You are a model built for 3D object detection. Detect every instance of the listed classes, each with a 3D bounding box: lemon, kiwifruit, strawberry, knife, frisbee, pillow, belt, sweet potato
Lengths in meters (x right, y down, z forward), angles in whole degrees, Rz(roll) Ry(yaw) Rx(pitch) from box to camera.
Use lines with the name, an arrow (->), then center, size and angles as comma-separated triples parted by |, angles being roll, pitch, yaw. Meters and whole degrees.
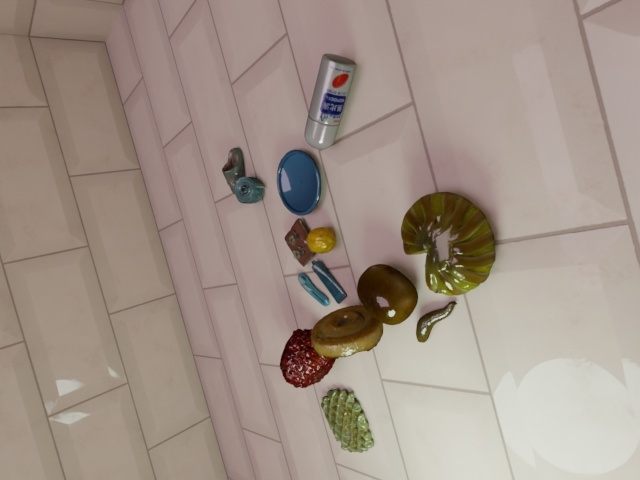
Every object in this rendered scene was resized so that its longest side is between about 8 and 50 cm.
lemon -> 0.000, 0.000, 1.815 | 0.155, 0.114, 0.114 | -4, 99, 49
kiwifruit -> 0.237, 0.191, 1.555 | 0.234, 0.195, 0.196 | 48, 134, 36
strawberry -> -0.044, 0.528, 1.937 | 0.220, 0.274, 0.275 | -17, 90, 34
knife -> -0.037, 0.232, 1.998 | 0.222, 0.031, 0.064 | 40, 126, 32
frisbee -> -0.088, -0.254, 1.879 | 0.289, 0.049, 0.290 | 14, 109, 44
pillow -> -0.096, 0.012, 1.957 | 0.179, 0.075, 0.171 | 57, 136, 20
belt -> -0.360, -0.254, 2.166 | 0.163, 0.082, 0.148 | 43, 121, 35
sweet potato -> 0.391, 0.286, 1.513 | 0.069, 0.059, 0.250 | 36, 126, 11

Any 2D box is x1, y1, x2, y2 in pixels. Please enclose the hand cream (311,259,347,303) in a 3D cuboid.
hand cream -> 0.033, 0.177, 1.900 | 0.224, 0.048, 0.083 | 53, 136, 14

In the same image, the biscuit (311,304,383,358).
biscuit -> 0.102, 0.346, 1.676 | 0.296, 0.296, 0.102 | 1, 114, 48

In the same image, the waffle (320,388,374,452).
waffle -> 0.118, 0.853, 2.013 | 0.291, 0.056, 0.310 | -34, 78, 48

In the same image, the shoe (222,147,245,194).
shoe -> -0.459, -0.357, 2.230 | 0.103, 0.100, 0.252 | 17, 113, 44

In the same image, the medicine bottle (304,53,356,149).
medicine bottle -> 0.026, -0.506, 1.602 | 0.130, 0.130, 0.341 | 42, 131, 31

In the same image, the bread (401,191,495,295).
bread -> 0.388, 0.009, 1.342 | 0.332, 0.159, 0.334 | 17, 115, 43
